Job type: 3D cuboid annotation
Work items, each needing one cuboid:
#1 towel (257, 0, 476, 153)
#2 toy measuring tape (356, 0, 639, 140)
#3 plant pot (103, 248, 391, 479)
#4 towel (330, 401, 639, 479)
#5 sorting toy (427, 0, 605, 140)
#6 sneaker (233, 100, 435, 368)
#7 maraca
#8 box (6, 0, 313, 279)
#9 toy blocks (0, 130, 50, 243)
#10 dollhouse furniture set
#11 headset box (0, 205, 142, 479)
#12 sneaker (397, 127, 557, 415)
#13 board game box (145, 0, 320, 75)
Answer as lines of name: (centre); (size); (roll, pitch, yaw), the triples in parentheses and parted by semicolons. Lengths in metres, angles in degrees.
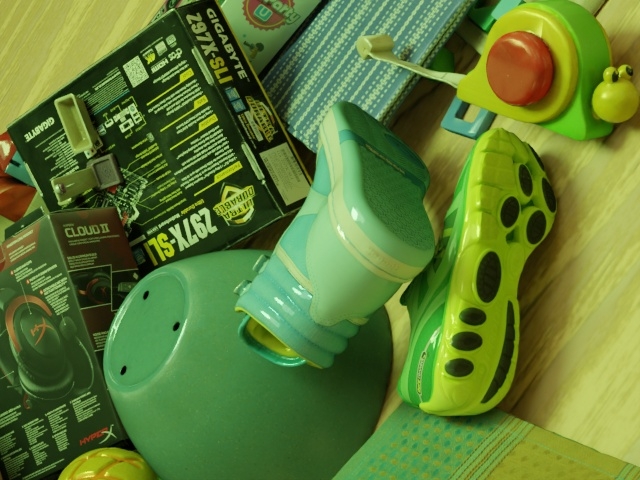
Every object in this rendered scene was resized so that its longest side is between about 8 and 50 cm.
towel: (0.041, -0.210, 1.943); (0.243, 0.040, 0.336); (-55, 28, 4)
toy measuring tape: (0.167, -0.186, 1.679); (0.330, 0.121, 0.121); (25, 87, 41)
plant pot: (-0.099, 0.126, 1.765); (0.290, 0.195, 0.290); (-31, 44, 36)
towel: (0.116, 0.254, 1.445); (0.271, 0.040, 0.370); (-43, 30, -19)
sorting toy: (0.210, -0.265, 1.780); (0.348, 0.047, 0.196); (-54, 34, 10)
sneaker: (0.000, 0.000, 1.666); (0.208, 0.127, 0.319); (-49, 13, 19)
maraca: (-0.225, 0.262, 1.839); (0.127, 0.099, 0.185); (-20, 15, -11)
box: (-0.186, -0.089, 2.009); (0.322, 0.257, 0.079); (-29, 0, 39)
toy blocks: (-0.399, 0.015, 2.177); (0.190, 0.261, 0.381); (27, 88, 56)
dollhouse furniture set: (-0.296, -0.097, 1.984); (0.091, 0.081, 0.114); (-16, 96, 38)
headset box: (-0.295, 0.109, 1.990); (0.218, 0.110, 0.293); (-29, 77, 38)
sneaker: (0.128, 0.022, 1.606); (0.123, 0.109, 0.295); (-16, 46, 46)
board game box: (-0.082, -0.303, 2.105); (0.303, 0.097, 0.224); (-49, 24, 17)
